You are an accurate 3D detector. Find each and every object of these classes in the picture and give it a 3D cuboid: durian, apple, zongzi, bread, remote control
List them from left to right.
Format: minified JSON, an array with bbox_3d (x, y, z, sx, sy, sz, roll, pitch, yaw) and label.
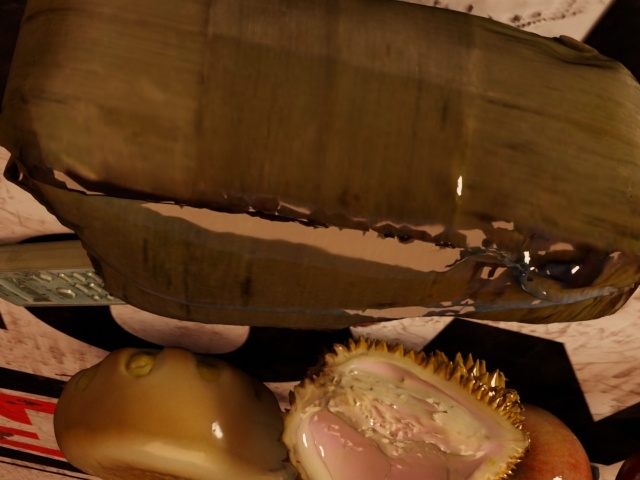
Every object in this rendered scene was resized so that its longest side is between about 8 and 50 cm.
[{"bbox_3d":[-0.235,0.032,0.842,0.234,0.038,0.098,-2,151,28],"label":"remote control"},{"bbox_3d":[-0.169,0.230,1.081,0.333,0.160,0.333,9,153,5],"label":"bread"},{"bbox_3d":[0.000,0.000,0.535,0.323,0.159,0.360,14,154,-4],"label":"zongzi"},{"bbox_3d":[0.082,0.190,0.896,0.250,0.138,0.183,8,110,11],"label":"durian"},{"bbox_3d":[0.209,0.272,0.983,0.188,0.188,0.174,0,148,21],"label":"apple"}]

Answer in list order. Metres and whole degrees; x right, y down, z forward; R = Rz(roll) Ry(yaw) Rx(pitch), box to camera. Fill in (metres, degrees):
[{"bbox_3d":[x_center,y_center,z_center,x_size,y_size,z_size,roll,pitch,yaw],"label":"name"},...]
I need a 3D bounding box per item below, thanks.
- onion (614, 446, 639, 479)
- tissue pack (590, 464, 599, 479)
[{"bbox_3d":[0.466,0.279,0.944,0.272,0.195,0.272,23,-171,-4],"label":"onion"},{"bbox_3d":[0.232,0.390,1.116,0.228,0.103,0.316,2,-163,19],"label":"tissue pack"}]
